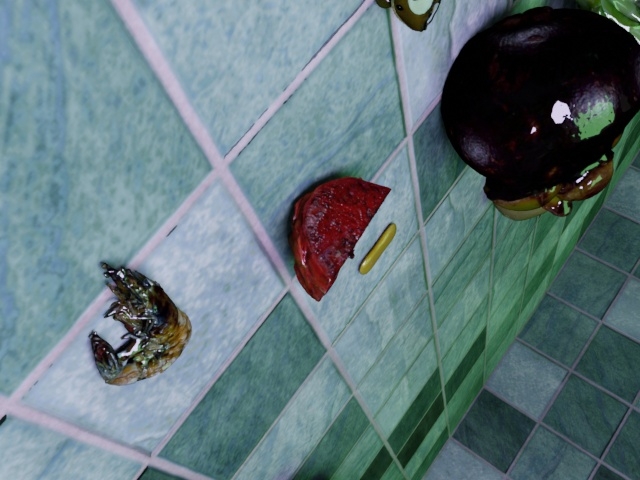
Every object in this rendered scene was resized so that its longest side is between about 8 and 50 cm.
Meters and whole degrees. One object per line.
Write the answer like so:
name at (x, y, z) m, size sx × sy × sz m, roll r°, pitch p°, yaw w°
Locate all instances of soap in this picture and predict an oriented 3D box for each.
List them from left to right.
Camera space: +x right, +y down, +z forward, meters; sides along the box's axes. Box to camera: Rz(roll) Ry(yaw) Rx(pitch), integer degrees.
soap at (0.084, 0.013, 0.924) m, size 0.089 × 0.012 × 0.034 m, roll -53°, pitch 154°, yaw -12°

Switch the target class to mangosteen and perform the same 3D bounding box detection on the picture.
mangosteen at (0.296, -0.168, 0.871) m, size 0.287 × 0.233 × 0.287 m, roll -49°, pitch 152°, yaw -37°

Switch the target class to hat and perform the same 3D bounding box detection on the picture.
hat at (0.087, -0.242, 0.595) m, size 0.077 × 0.059 × 0.076 m, roll 111°, pitch 0°, yaw -66°

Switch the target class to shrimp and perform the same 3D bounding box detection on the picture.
shrimp at (-0.155, 0.078, 0.542) m, size 0.091 × 0.034 × 0.161 m, roll -47°, pitch 153°, yaw -22°

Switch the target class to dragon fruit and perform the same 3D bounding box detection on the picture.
dragon fruit at (0.000, 0.000, 0.695) m, size 0.162 × 0.083 × 0.106 m, roll -61°, pitch 180°, yaw -40°

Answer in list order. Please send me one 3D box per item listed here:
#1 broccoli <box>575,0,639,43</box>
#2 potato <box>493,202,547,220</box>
broccoli at (0.472, -0.364, 1.009) m, size 0.269 × 0.269 × 0.254 m, roll 14°, pitch 101°, yaw -64°
potato at (0.396, -0.124, 1.209) m, size 0.157 × 0.157 × 0.194 m, roll -25°, pitch 152°, yaw -49°
